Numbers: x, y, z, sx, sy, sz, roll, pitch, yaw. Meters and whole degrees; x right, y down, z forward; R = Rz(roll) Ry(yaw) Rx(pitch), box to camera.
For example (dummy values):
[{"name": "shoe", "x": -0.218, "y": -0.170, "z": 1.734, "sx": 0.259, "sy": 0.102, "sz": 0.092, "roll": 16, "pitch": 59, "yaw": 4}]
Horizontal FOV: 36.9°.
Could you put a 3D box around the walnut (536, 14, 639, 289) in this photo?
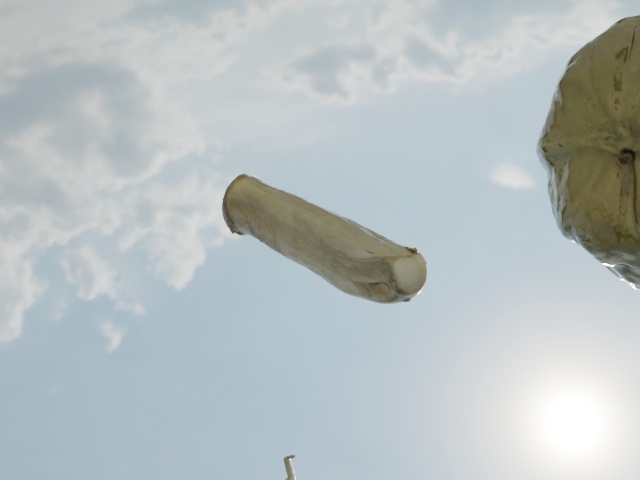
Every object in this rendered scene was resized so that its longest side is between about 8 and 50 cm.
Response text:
[{"name": "walnut", "x": 0.365, "y": -0.086, "z": 0.974, "sx": 0.276, "sy": 0.282, "sz": 0.253, "roll": 10, "pitch": 144, "yaw": -39}]

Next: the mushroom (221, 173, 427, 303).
[{"name": "mushroom", "x": 0.000, "y": 0.000, "z": 1.292, "sx": 0.351, "sy": 0.123, "sz": 0.095, "roll": 23, "pitch": -107, "yaw": 37}]

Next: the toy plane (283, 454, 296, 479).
[{"name": "toy plane", "x": -0.023, "y": 0.434, "z": 1.448, "sx": 0.092, "sy": 0.244, "sz": 0.229, "roll": -26, "pitch": -109, "yaw": 8}]
